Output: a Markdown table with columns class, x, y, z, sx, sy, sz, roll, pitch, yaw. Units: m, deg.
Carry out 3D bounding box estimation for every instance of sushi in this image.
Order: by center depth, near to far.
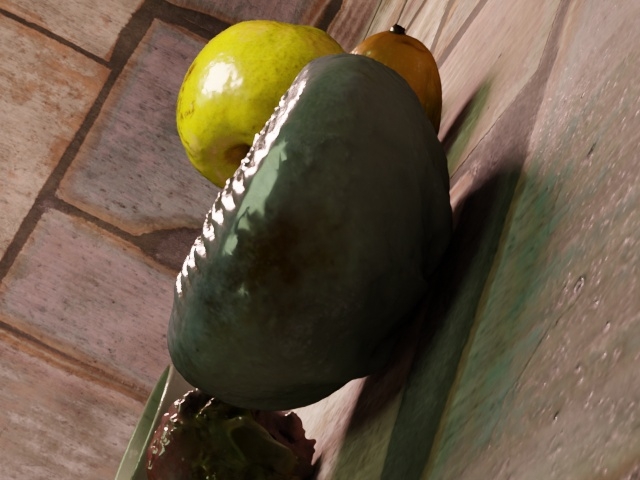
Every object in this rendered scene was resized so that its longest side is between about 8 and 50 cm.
| class | x | y | z | sx | sy | sz | roll | pitch | yaw |
| --- | --- | --- | --- | --- | --- | --- | --- | --- | --- |
| sushi | -0.099 | 0.243 | 1.208 | 0.107 | 0.161 | 0.241 | -56 | 8 | 45 |

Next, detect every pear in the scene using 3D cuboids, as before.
| class | x | y | z | sx | sy | sz | roll | pitch | yaw |
| --- | --- | --- | --- | --- | --- | --- | --- | --- | --- |
| pear | -0.090 | -0.270 | 2.472 | 0.391 | 0.391 | 0.391 | -62 | 6 | 11 |

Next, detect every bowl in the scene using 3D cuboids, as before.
| class | x | y | z | sx | sy | sz | roll | pitch | yaw |
| --- | --- | --- | --- | --- | --- | --- | --- | --- | --- |
| bowl | -0.222 | 0.348 | 1.904 | 0.289 | 0.146 | 0.289 | -157 | 90 | -80 |

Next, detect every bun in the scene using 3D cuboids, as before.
| class | x | y | z | sx | sy | sz | roll | pitch | yaw |
| --- | --- | --- | --- | --- | --- | --- | --- | --- | --- |
| bun | 0.000 | 0.000 | 1.161 | 0.362 | 0.211 | 0.362 | -64 | 3 | 5 |

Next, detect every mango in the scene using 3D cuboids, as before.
| class | x | y | z | sx | sy | sz | roll | pitch | yaw |
| --- | --- | --- | --- | --- | --- | --- | --- | --- | --- |
| mango | 0.036 | -0.081 | 1.467 | 0.187 | 0.144 | 0.359 | 51 | 123 | 48 |
